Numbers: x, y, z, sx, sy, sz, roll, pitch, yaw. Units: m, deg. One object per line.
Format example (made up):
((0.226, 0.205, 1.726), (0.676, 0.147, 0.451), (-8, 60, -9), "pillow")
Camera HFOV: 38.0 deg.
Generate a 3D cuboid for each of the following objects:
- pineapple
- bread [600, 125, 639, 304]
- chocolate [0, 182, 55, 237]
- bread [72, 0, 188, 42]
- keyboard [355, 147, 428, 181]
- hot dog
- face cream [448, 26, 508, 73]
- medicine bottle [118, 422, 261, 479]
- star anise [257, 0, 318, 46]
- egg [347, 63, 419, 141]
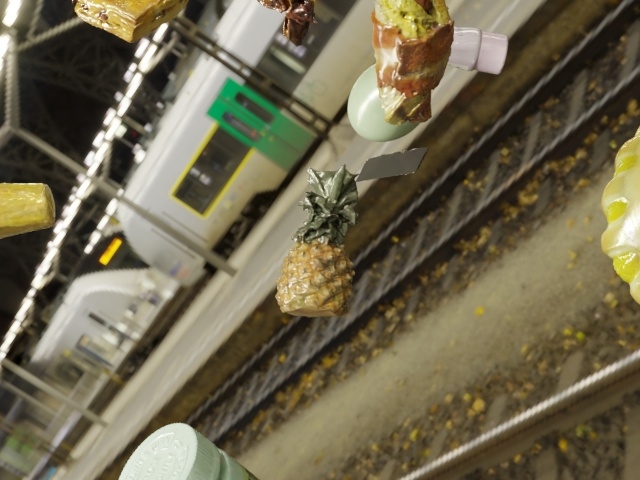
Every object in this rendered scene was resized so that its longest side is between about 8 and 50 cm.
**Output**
((0.000, 0.000, 1.501), (0.128, 0.128, 0.247), (149, 131, -72), "pineapple")
((0.533, -0.042, 1.274), (0.333, 0.333, 0.160), (-58, -4, -14), "bread")
((-0.680, -0.037, 1.573), (0.162, 0.446, 0.162), (172, 90, -78), "chocolate")
((-0.451, -0.565, 2.207), (0.235, 0.211, 0.099), (-53, -17, -43), "bread")
((0.158, -0.166, 2.075), (0.197, 0.015, 0.074), (-7, 52, 51), "keyboard")
((0.125, -0.251, 1.227), (0.146, 0.103, 0.213), (-71, -22, -46), "hot dog")
((0.277, -0.439, 2.085), (0.154, 0.274, 0.096), (-81, 0, -57), "face cream")
((-0.135, 0.416, 1.365), (0.158, 0.318, 0.158), (-29, 33, 21), "medicine bottle")
((-0.024, -0.414, 1.522), (0.144, 0.140, 0.158), (-51, 22, -16), "star anise")
((0.134, -0.273, 1.826), (0.192, 0.149, 0.149), (-46, 12, 48), "egg")
